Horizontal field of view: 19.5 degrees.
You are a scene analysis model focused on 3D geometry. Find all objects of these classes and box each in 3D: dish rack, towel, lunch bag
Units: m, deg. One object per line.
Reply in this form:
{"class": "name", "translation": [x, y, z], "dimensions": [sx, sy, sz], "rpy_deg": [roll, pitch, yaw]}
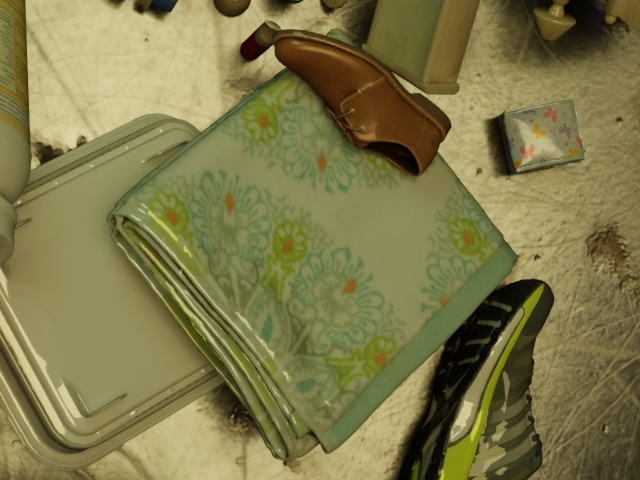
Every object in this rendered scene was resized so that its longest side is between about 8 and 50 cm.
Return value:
{"class": "dish rack", "translation": [-0.192, 0.039, 1.851], "dimensions": [0.333, 0.072, 0.285], "rpy_deg": [-30, 93, -32]}
{"class": "towel", "translation": [0.000, 0.000, 1.879], "dimensions": [0.374, 0.090, 0.320], "rpy_deg": [-42, 100, -35]}
{"class": "lunch bag", "translation": [0.240, -0.111, 2.014], "dimensions": [0.083, 0.053, 0.071], "rpy_deg": [-13, 88, -3]}

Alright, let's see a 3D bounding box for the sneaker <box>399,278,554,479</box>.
{"class": "sneaker", "translation": [0.184, 0.184, 1.970], "dimensions": [0.121, 0.111, 0.300], "rpy_deg": [24, 88, -20]}

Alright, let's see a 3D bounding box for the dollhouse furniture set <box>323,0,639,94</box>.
{"class": "dollhouse furniture set", "translation": [0.223, -0.260, 1.988], "dimensions": [0.355, 0.303, 0.174], "rpy_deg": [-2, 118, -38]}

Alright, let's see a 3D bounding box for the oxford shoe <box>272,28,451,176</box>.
{"class": "oxford shoe", "translation": [0.036, -0.137, 1.859], "dimensions": [0.212, 0.076, 0.076], "rpy_deg": [33, 66, -19]}

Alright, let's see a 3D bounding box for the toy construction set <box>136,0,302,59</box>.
{"class": "toy construction set", "translation": [-0.116, -0.334, 1.854], "dimensions": [0.257, 0.237, 0.309], "rpy_deg": [-36, 95, -12]}

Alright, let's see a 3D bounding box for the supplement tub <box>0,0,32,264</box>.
{"class": "supplement tub", "translation": [-0.385, -0.145, 1.696], "dimensions": [0.241, 0.241, 0.331], "rpy_deg": [-1, 71, -12]}
